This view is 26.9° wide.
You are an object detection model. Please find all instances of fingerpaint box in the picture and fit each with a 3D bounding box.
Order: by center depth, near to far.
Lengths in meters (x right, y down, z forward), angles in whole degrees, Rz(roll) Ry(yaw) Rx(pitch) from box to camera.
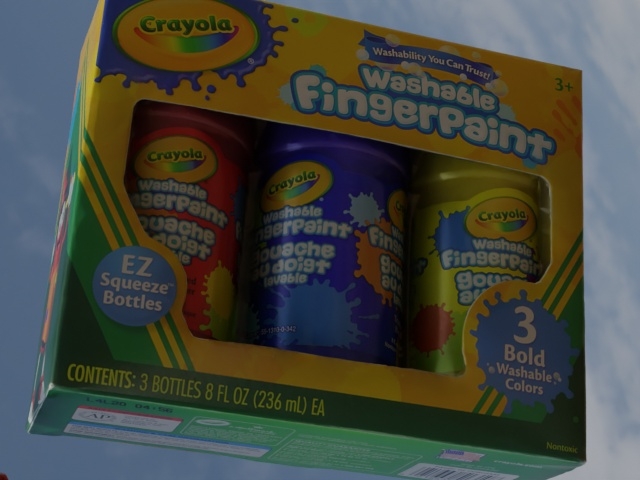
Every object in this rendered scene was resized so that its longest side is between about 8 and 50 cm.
[{"bbox_3d":[0.000,0.000,1.157,0.444,0.163,0.371,11,-113,-15],"label":"fingerpaint box"}]

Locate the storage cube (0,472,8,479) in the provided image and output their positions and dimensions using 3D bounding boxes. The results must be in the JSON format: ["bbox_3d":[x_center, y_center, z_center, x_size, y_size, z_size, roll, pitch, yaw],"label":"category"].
[{"bbox_3d":[-0.372,0.311,1.099,0.193,0.215,0.184,-5,-101,-55],"label":"storage cube"}]
